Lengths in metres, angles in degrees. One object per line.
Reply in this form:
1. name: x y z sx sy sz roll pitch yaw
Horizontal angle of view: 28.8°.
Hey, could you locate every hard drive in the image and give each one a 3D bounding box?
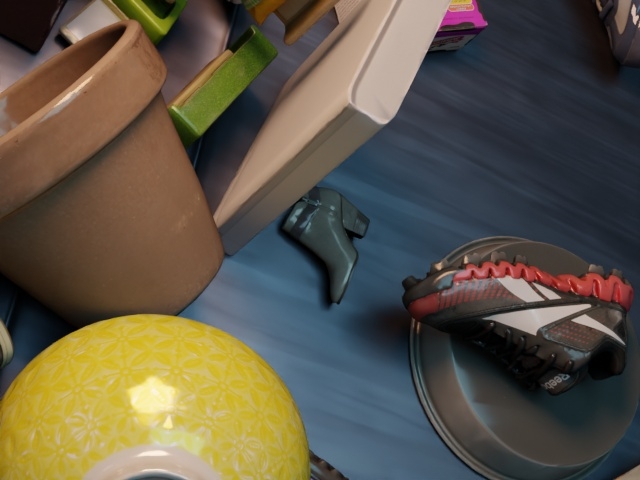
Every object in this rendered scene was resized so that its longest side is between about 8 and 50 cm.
1. hard drive: 0.010 -0.137 1.189 0.047 0.353 0.233 33 62 -12

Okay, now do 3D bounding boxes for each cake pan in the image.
1. cake pan: 0.239 0.127 1.382 0.293 0.054 0.293 9 68 -23

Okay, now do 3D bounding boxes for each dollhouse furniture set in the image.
1. dollhouse furniture set: -0.119 -0.234 1.189 0.197 0.301 0.151 46 57 -8

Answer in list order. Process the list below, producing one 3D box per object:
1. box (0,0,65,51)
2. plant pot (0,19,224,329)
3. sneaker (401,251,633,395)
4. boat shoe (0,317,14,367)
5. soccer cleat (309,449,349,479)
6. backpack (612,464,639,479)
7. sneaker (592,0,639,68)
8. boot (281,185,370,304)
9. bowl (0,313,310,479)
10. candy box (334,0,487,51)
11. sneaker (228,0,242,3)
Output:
1. box: -0.313 -0.327 1.206 0.203 0.168 0.167 29 62 -15
2. plant pot: -0.207 -0.036 1.133 0.263 0.263 0.229 -49 114 -30
3. sneaker: 0.212 0.090 1.292 0.276 0.097 0.135 7 67 -25
4. boat shoe: -0.369 0.044 1.096 0.223 0.080 0.073 45 45 1
5. soccer cleat: -0.093 0.217 1.174 0.318 0.108 0.116 30 81 -15
6. backpack: 0.399 0.311 1.346 0.188 0.144 0.166 -13 84 -26
7. sneaker: 0.352 -0.366 1.594 0.131 0.112 0.319 1 69 -8
8. boot: 0.000 0.000 1.323 0.087 0.042 0.118 24 63 -10
9. bowl: -0.142 0.218 1.035 0.289 0.156 0.290 -1 100 -8
10. candy box: 0.083 -0.336 1.458 0.159 0.071 0.234 -9 77 -28
11. sneaker: -0.149 -0.366 1.358 0.091 0.094 0.258 -21 77 -12
